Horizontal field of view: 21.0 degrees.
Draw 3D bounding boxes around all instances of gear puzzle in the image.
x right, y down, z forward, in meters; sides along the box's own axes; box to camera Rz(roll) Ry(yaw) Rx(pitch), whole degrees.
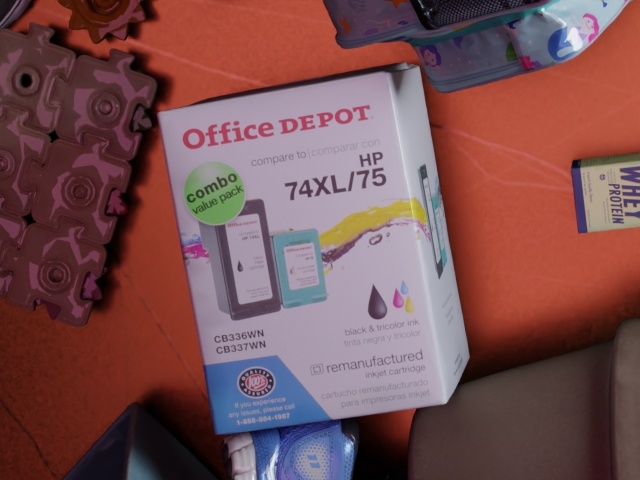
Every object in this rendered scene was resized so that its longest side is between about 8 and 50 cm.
[{"bbox_3d":[-0.238,-0.104,1.565,0.175,0.044,0.339,19,97,9],"label":"gear puzzle"}]

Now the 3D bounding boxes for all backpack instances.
[{"bbox_3d":[0.120,-0.227,1.317,0.253,0.225,0.191,-5,118,38],"label":"backpack"}]

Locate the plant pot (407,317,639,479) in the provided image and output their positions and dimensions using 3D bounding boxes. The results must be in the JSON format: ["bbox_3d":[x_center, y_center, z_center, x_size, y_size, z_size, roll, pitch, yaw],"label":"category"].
[{"bbox_3d":[0.198,0.199,1.415,0.229,0.263,0.263,-6,96,15],"label":"plant pot"}]

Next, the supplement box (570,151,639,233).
[{"bbox_3d":[0.257,-0.042,1.459,0.083,0.083,0.056,-6,97,10],"label":"supplement box"}]

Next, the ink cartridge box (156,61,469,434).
[{"bbox_3d":[0.000,0.000,1.452,0.198,0.197,0.270,-9,96,11],"label":"ink cartridge box"}]

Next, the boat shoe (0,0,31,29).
[{"bbox_3d":[-0.336,-0.200,1.551,0.219,0.070,0.078,-43,88,12],"label":"boat shoe"}]

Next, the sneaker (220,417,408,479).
[{"bbox_3d":[0.037,0.280,1.477,0.147,0.130,0.330,-22,124,3],"label":"sneaker"}]

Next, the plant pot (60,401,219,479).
[{"bbox_3d":[-0.147,0.344,1.509,0.252,0.248,0.247,39,103,-15],"label":"plant pot"}]
